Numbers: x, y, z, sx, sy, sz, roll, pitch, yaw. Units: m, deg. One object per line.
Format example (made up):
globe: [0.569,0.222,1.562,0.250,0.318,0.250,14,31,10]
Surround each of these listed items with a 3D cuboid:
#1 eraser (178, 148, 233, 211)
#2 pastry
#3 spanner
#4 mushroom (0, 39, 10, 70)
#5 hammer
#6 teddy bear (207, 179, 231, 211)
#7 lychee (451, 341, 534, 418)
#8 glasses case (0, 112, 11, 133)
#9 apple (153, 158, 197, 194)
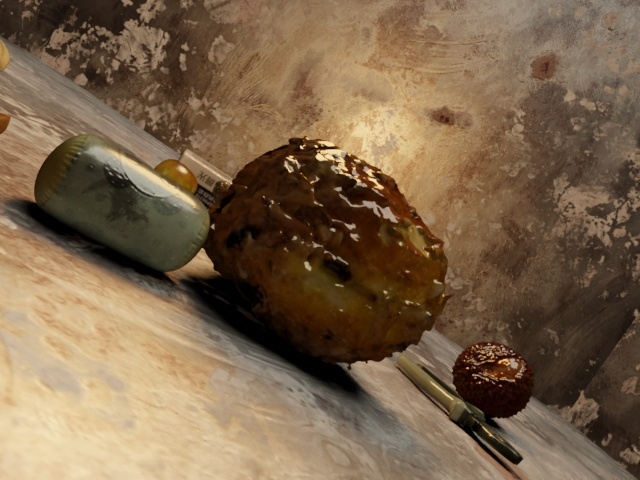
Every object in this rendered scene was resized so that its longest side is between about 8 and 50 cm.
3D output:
eraser: [-0.264,-0.106,1.335,0.287,0.130,0.086,35,4,-18]
pastry: [-0.007,-0.001,0.782,0.337,0.292,0.405,34,18,-36]
spanner: [0.264,0.323,0.999,0.095,0.040,0.325,32,2,-32]
mushroom: [-0.740,-0.407,1.070,0.154,0.123,0.154,6,-26,3]
hammer: [-0.275,-0.057,0.701,0.201,0.113,0.305,37,-7,-27]
teddy bear: [-0.191,-0.044,1.239,0.129,0.182,0.251,-13,-31,39]
lychee: [0.418,0.341,1.237,0.188,0.188,0.188,34,2,-1]
glasses case: [-0.448,-0.148,0.645,0.064,0.041,0.170,21,8,-25]
apple: [-0.340,-0.130,1.159,0.114,0.102,0.099,25,-19,52]
